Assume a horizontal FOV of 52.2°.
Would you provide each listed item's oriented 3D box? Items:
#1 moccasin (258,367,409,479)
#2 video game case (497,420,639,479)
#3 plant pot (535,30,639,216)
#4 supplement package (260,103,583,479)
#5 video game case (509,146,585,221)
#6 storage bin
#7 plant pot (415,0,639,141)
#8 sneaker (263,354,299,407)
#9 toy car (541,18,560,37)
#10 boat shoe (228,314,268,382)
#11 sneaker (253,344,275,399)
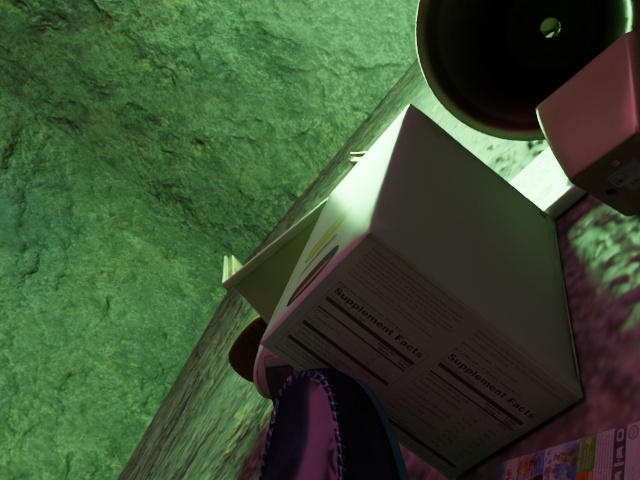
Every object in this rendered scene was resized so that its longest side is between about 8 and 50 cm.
[{"bbox_3d":[-0.015,0.228,0.380,0.138,0.117,0.341,-41,38,40],"label":"moccasin"},{"bbox_3d":[0.157,0.168,0.383,0.166,0.015,0.119,-43,15,48],"label":"video game case"},{"bbox_3d":[0.263,-0.087,0.556,0.109,0.109,0.096,-43,27,47],"label":"plant pot"},{"bbox_3d":[0.098,0.030,0.593,0.145,0.204,0.261,-47,11,32],"label":"supplement package"},{"bbox_3d":[0.235,-0.040,0.758,0.157,0.019,0.143,-48,10,33],"label":"video game case"},{"bbox_3d":[0.000,0.000,0.936,0.262,0.123,0.260,-40,11,-2],"label":"storage bin"},{"bbox_3d":[0.275,-0.268,0.806,0.263,0.263,0.229,-48,-7,30],"label":"plant pot"},{"bbox_3d":[0.028,0.189,0.810,0.222,0.118,0.083,-15,-10,40],"label":"sneaker"},{"bbox_3d":[0.333,-0.362,1.090,0.149,0.155,0.188,-57,0,-23],"label":"toy car"},{"bbox_3d":[-0.022,0.123,1.157,0.342,0.123,0.123,-46,4,20],"label":"boat shoe"},{"bbox_3d":[-0.023,0.162,1.028,0.252,0.103,0.111,-52,8,15],"label":"sneaker"}]
